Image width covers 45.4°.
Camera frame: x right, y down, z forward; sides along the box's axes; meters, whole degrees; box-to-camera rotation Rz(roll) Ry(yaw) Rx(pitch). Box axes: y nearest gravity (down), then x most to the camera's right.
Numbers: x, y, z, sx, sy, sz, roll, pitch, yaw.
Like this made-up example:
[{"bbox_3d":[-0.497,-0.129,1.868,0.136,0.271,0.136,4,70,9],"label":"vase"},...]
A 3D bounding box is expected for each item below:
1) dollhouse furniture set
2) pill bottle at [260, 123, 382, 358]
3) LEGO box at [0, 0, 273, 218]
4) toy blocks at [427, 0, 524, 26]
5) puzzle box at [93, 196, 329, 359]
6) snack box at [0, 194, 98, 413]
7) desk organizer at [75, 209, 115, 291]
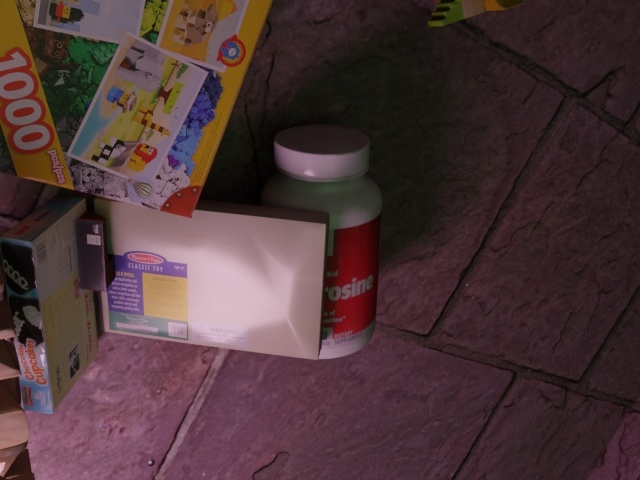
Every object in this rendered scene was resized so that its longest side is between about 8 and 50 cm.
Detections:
[{"bbox_3d":[-0.588,0.219,1.141,0.256,0.394,0.362,-9,118,-24],"label":"dollhouse furniture set"},{"bbox_3d":[0.000,0.000,1.449,0.229,0.229,0.408,-11,118,-23],"label":"pill bottle"},{"bbox_3d":[-0.301,-0.329,1.146,0.372,0.193,0.500,13,107,-32],"label":"LEGO box"},{"bbox_3d":[0.332,-0.573,1.394,0.381,0.191,0.261,-22,111,-17],"label":"toy blocks"},{"bbox_3d":[-0.192,0.060,1.353,0.408,0.052,0.272,7,116,7],"label":"puzzle box"},{"bbox_3d":[-0.449,0.105,1.290,0.060,0.187,0.322,6,115,7],"label":"snack box"},{"bbox_3d":[-0.383,0.017,1.307,0.047,0.050,0.130,5,114,4],"label":"desk organizer"}]
